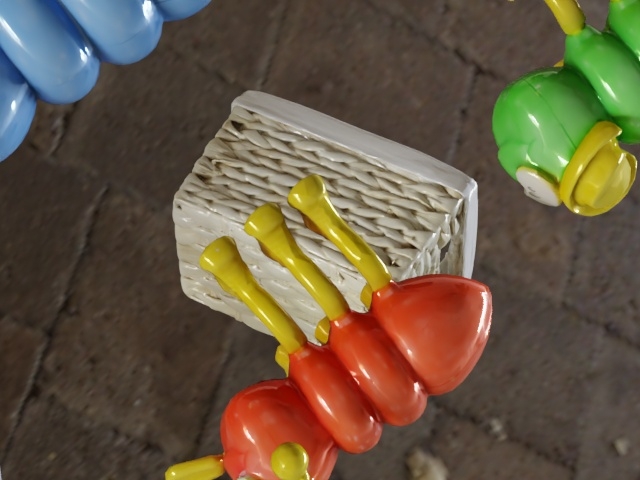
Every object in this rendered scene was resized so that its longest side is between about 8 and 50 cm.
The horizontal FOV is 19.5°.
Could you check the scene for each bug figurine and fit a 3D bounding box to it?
[{"bbox_3d":[0.015,-0.034,0.449,0.216,0.279,0.072,-40,56,-2],"label":"bug figurine"}]

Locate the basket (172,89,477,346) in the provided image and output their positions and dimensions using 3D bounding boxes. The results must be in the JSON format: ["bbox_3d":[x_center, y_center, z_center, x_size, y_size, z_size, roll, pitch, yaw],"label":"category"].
[{"bbox_3d":[0.000,0.000,1.144,0.167,0.113,0.103,24,55,20],"label":"basket"}]

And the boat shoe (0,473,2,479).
[{"bbox_3d":[-0.270,0.172,0.924,0.258,0.095,0.084,-12,107,-34],"label":"boat shoe"}]
